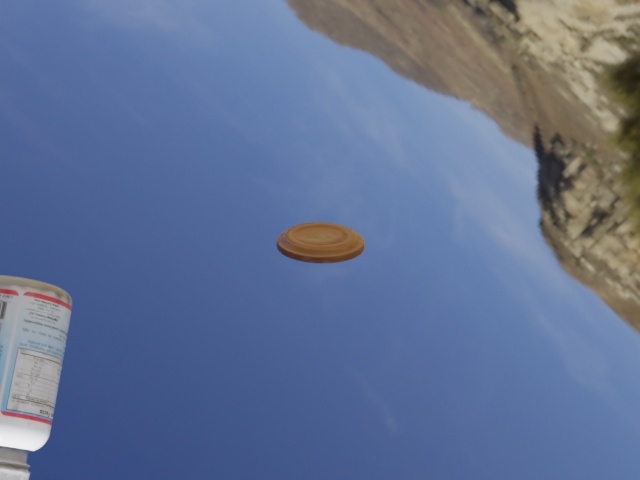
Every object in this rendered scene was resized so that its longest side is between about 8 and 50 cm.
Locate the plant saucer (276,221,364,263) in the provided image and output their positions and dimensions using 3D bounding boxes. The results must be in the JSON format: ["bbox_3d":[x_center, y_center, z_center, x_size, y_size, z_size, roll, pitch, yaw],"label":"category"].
[{"bbox_3d":[0.000,0.000,0.970,0.083,0.013,0.083,1,-158,0],"label":"plant saucer"}]

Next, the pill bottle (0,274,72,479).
[{"bbox_3d":[-0.250,0.113,0.805,0.087,0.087,0.160,26,-115,-48],"label":"pill bottle"}]
